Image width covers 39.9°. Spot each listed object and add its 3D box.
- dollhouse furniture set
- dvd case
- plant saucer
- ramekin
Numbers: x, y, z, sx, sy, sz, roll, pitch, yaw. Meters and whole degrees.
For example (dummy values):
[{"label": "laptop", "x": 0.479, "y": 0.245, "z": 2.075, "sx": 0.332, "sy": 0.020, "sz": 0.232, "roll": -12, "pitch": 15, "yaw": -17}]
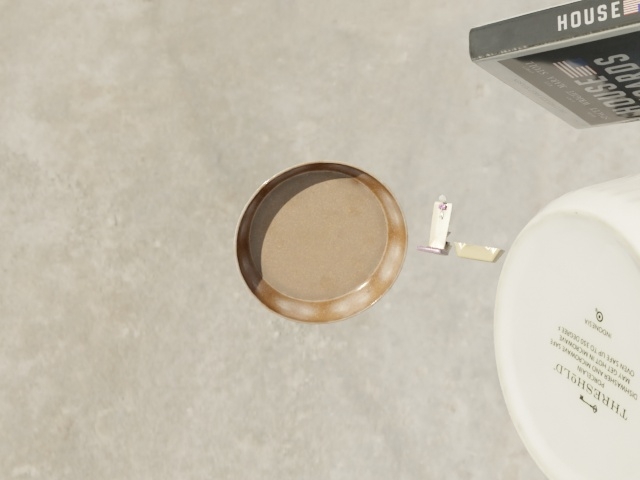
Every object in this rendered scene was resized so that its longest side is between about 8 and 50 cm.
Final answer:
[{"label": "dollhouse furniture set", "x": 0.205, "y": -0.015, "z": 1.215, "sx": 0.114, "sy": 0.081, "sz": 0.091, "roll": 9, "pitch": -1, "yaw": 25}, {"label": "dvd case", "x": 0.242, "y": -0.122, "z": 0.562, "sx": 0.238, "sy": 0.179, "sz": 0.030, "roll": -6, "pitch": 77, "yaw": 38}, {"label": "plant saucer", "x": 0.000, "y": 0.000, "z": 0.852, "sx": 0.168, "sy": 0.169, "sz": 0.029, "roll": -2, "pitch": 22, "yaw": -7}, {"label": "ramekin", "x": 0.235, "y": 0.076, "z": 0.637, "sx": 0.127, "sy": 0.273, "sz": 0.273, "roll": -4, "pitch": 45, "yaw": -21}]
